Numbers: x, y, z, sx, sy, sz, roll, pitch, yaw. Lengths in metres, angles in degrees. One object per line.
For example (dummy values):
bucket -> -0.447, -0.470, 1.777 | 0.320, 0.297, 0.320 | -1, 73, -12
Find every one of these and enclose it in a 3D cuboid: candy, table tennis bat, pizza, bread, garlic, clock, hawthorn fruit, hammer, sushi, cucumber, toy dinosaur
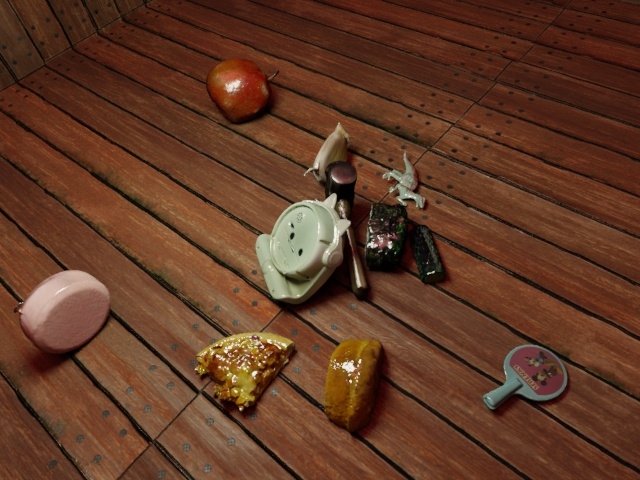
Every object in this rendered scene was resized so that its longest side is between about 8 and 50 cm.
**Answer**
candy -> -0.738, 0.207, 1.476 | 0.094, 0.255, 0.255 | 29, 61, 26
table tennis bat -> 0.518, 0.359, 1.309 | 0.244, 0.040, 0.153 | -25, 53, -17
pizza -> -0.211, 0.350, 1.393 | 0.289, 0.081, 0.229 | -6, 51, 2
bread -> 0.086, 0.347, 1.317 | 0.129, 0.134, 0.260 | 8, 53, 16
garlic -> 0.019, -0.268, 1.813 | 0.128, 0.148, 0.267 | -11, 42, 41
clock -> -0.049, 0.005, 1.523 | 0.324, 0.108, 0.265 | -47, 45, 23
hawthorn fruit -> -0.305, -0.631, 2.081 | 0.300, 0.254, 0.254 | -32, 53, -3
hammer -> 0.083, -0.017, 1.584 | 0.095, 0.242, 0.409 | -7, 65, -5
sushi -> 0.210, -0.019, 1.598 | 0.127, 0.124, 0.225 | 5, 52, 13
cucumber -> 0.326, 0.030, 1.581 | 0.078, 0.062, 0.211 | -9, 51, 2
toy dinosaur -> 0.308, -0.219, 1.791 | 0.167, 0.053, 0.242 | 14, 54, 17

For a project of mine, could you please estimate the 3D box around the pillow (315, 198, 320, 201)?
pillow -> 0.000, 0.000, 1.621 | 0.059, 0.169, 0.255 | 9, 42, -33
